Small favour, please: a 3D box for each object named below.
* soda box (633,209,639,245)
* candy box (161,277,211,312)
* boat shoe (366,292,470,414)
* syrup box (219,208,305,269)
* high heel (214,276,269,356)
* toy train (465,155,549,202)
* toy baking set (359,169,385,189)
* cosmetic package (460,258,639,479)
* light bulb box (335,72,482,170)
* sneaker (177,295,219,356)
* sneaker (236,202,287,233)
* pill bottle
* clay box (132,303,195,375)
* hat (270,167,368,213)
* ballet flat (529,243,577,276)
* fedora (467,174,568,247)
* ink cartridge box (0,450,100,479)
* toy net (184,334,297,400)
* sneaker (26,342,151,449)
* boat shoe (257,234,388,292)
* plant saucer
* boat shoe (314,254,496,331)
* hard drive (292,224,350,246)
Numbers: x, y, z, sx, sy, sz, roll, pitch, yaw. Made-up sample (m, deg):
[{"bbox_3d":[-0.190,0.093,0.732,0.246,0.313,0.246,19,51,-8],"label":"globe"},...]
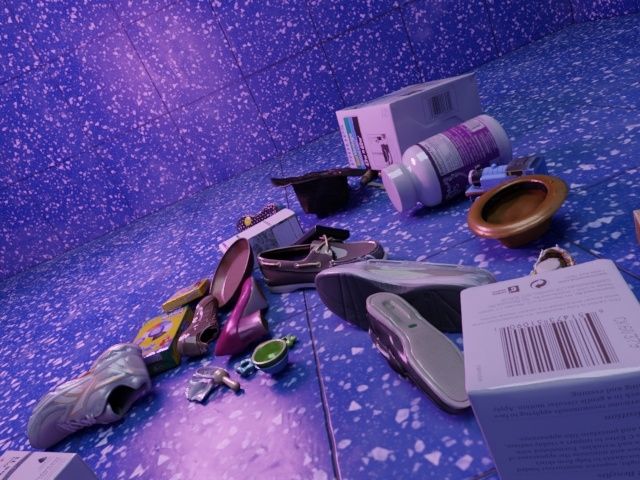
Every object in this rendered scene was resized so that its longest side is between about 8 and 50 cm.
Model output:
[{"bbox_3d":[0.498,0.015,0.627,0.061,0.058,0.181,-12,25,29],"label":"soda box"},{"bbox_3d":[-0.361,0.146,1.217,0.105,0.027,0.206,-28,6,-6],"label":"candy box"},{"bbox_3d":[0.139,0.167,0.650,0.083,0.079,0.233,-6,28,-23],"label":"boat shoe"},{"bbox_3d":[-0.171,0.005,1.322,0.236,0.093,0.096,-30,22,-14],"label":"syrup box"},{"bbox_3d":[-0.179,0.164,0.994,0.117,0.082,0.244,-28,28,1],"label":"high heel"},{"bbox_3d":[0.410,-0.124,0.983,0.184,0.105,0.080,2,33,49],"label":"toy train"},{"bbox_3d":[0.232,-0.237,1.545,0.196,0.030,0.256,-5,28,41],"label":"toy baking set"},{"bbox_3d":[0.235,0.145,0.427,0.151,0.184,0.151,-15,23,22],"label":"cosmetic package"},{"bbox_3d":[0.304,-0.406,1.559,0.357,0.226,0.361,-25,20,-20],"label":"light bulb box"},{"bbox_3d":[-0.259,0.198,1.028,0.071,0.066,0.188,-2,32,12],"label":"sneaker"},{"bbox_3d":[-0.210,-0.075,1.616,0.209,0.069,0.082,-24,-13,26],"label":"sneaker"},{"bbox_3d":[0.318,-0.189,1.151,0.301,0.170,0.169,-25,21,0],"label":"pill bottle"},{"bbox_3d":[-0.378,0.232,1.065,0.127,0.053,0.222,-22,22,5],"label":"clay box"},{"bbox_3d":[0.000,-0.159,1.473,0.330,0.134,0.331,-6,14,1],"label":"hat"},{"bbox_3d":[0.313,0.089,0.624,0.091,0.077,0.241,-7,27,36],"label":"ballet flat"},{"bbox_3d":[0.382,-0.048,0.858,0.194,0.079,0.194,-27,25,14],"label":"fedora"},{"bbox_3d":[-0.469,0.414,0.684,0.208,0.087,0.153,-14,23,28],"label":"ink cartridge box"},{"bbox_3d":[-0.158,0.231,0.841,0.232,0.045,0.122,-20,22,11],"label":"toy net"},{"bbox_3d":[-0.451,0.326,0.873,0.262,0.099,0.121,-42,54,-8],"label":"sneaker"},{"bbox_3d":[-0.005,0.045,1.043,0.324,0.097,0.117,-12,24,29],"label":"boat shoe"},{"bbox_3d":[-0.226,0.089,1.161,0.198,0.036,0.199,-39,37,37],"label":"plant saucer"},{"bbox_3d":[0.137,0.085,0.784,0.320,0.118,0.103,-3,23,35],"label":"boat shoe"},{"bbox_3d":[0.000,0.000,1.113,0.094,0.022,0.135,8,-22,-26],"label":"hard drive"}]
